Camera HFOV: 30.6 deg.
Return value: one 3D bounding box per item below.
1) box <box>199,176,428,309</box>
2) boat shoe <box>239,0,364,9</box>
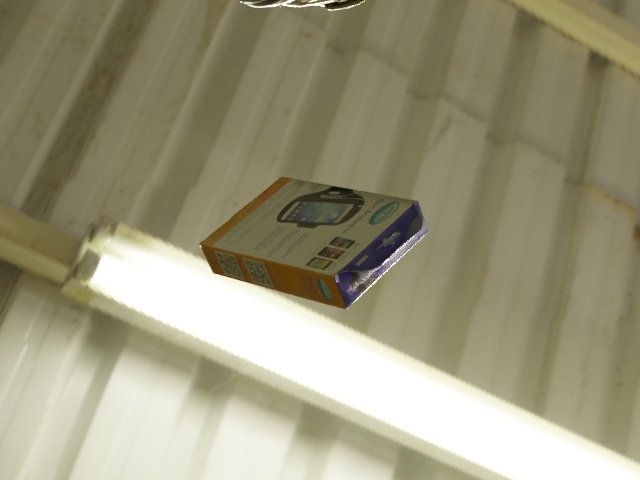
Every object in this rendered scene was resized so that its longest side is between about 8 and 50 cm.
[{"bbox_3d":[0.000,0.000,0.712,0.081,0.136,0.028,-41,-53,-31],"label":"box"},{"bbox_3d":[0.069,-0.253,0.864,0.116,0.324,0.123,5,-101,-48],"label":"boat shoe"}]
